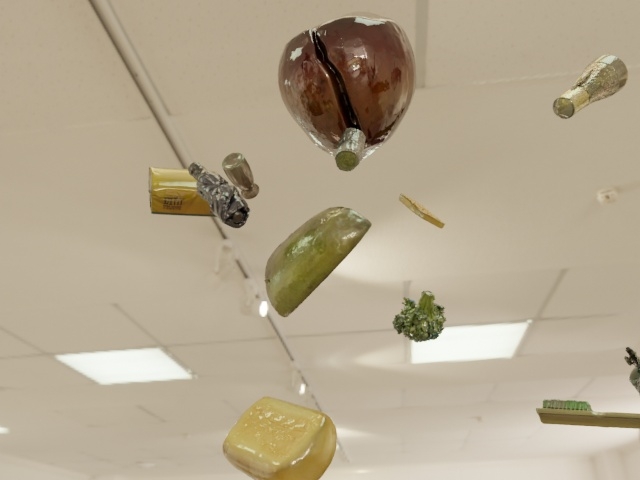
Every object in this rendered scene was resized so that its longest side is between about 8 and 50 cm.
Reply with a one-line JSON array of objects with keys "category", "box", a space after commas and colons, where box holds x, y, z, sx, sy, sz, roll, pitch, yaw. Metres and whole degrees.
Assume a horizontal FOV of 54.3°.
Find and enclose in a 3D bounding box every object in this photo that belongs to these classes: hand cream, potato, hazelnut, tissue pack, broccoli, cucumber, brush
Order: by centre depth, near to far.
[{"category": "hand cream", "box": [0.527, -0.298, 1.244, 0.203, 0.084, 0.084, -34, -12, -30]}, {"category": "potato", "box": [0.000, 0.000, 1.348, 0.112, 0.269, 0.255, 39, -45, -8]}, {"category": "cucumber", "box": [0.069, -0.208, 1.419, 0.064, 0.112, 0.064, 8, -49, 10]}, {"category": "brush", "box": [0.645, 0.402, 1.441, 0.282, 0.048, 0.054, -7, -50, 39]}, {"category": "tissue pack", "box": [-0.322, -0.118, 1.487, 0.169, 0.120, 0.082, 2, -58, -20]}, {"category": "hazelnut", "box": [0.084, -0.430, 1.687, 0.402, 0.402, 0.429, 2, 10, -8]}, {"category": "broccoli", "box": [0.287, 0.208, 1.769, 0.167, 0.154, 0.160, 10, -67, -7]}]

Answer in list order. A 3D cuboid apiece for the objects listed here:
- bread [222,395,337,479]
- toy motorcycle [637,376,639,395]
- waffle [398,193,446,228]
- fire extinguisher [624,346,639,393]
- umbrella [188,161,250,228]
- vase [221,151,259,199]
[{"category": "bread", "box": [-0.062, 0.342, 1.039, 0.217, 0.147, 0.098, 4, -45, 53]}, {"category": "toy motorcycle", "box": [0.563, 0.245, 0.885, 0.122, 0.215, 0.080, -21, -65, -9]}, {"category": "waffle", "box": [0.250, -0.078, 1.582, 0.092, 0.135, 0.021, 23, -75, -36]}, {"category": "fire extinguisher", "box": [0.806, 0.362, 1.476, 0.093, 0.294, 0.118, -38, -4, 20]}, {"category": "umbrella", "box": [-0.192, -0.097, 1.160, 0.071, 0.248, 0.071, -11, -60, -20]}, {"category": "vase", "box": [-0.168, -0.136, 1.340, 0.053, 0.053, 0.101, -10, -41, 16]}]
